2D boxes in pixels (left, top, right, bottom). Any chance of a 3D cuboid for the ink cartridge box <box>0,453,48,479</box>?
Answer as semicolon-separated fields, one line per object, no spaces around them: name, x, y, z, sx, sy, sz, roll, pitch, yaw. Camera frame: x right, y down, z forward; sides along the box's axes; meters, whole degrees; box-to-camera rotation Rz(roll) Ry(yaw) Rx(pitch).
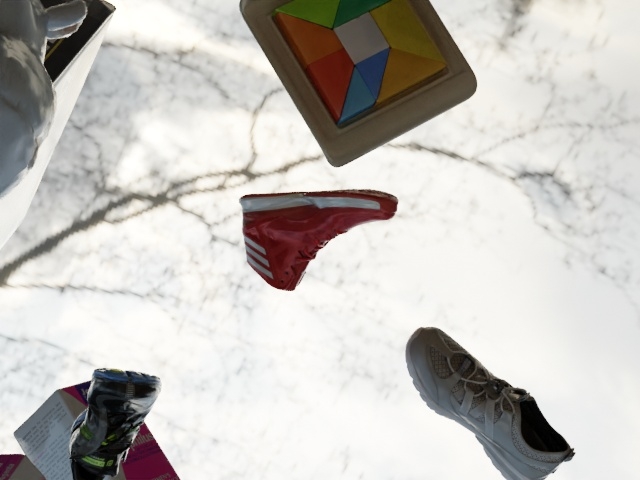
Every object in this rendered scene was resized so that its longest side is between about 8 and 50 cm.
ink cartridge box;-0.327;0.369;1.246;0.330;0.071;0.324;53;-147;-18

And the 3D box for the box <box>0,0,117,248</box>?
box;-0.410;-0.097;1.618;0.097;0.395;0.318;28;-147;-7

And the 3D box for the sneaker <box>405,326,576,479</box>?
sneaker;0.236;0.211;1.774;0.281;0.115;0.105;43;-132;-9

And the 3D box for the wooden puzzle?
wooden puzzle;0.050;-0.237;1.568;0.238;0.221;0.044;61;163;2

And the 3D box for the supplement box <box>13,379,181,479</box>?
supplement box;-0.271;0.295;1.648;0.220;0.114;0.111;54;-150;15

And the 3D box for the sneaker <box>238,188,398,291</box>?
sneaker;0.000;0.000;1.655;0.221;0.128;0.087;0;-176;32

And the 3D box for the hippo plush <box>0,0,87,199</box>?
hippo plush;-0.263;-0.135;0.721;0.234;0.236;0.294;-15;-122;0

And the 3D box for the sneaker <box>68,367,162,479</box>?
sneaker;-0.192;0.175;1.204;0.067;0.188;0.078;12;-127;-17
